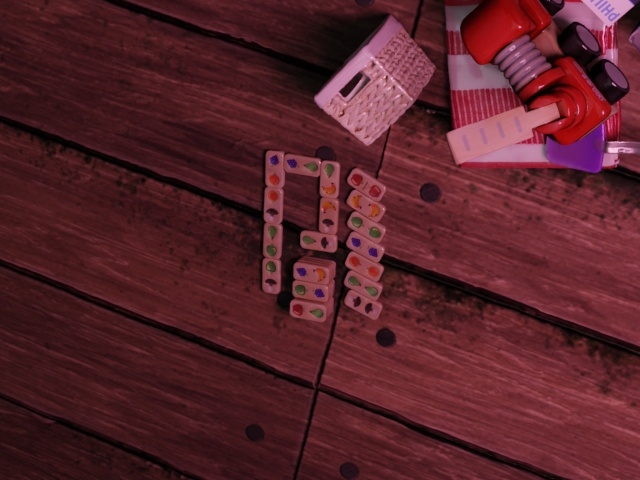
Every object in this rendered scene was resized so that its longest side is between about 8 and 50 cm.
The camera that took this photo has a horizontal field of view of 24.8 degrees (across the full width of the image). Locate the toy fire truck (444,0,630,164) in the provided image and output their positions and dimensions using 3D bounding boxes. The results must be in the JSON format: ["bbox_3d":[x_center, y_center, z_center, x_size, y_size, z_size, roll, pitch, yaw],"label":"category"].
[{"bbox_3d":[0.243,-0.204,1.839,0.158,0.246,0.217,-39,83,31],"label":"toy fire truck"}]

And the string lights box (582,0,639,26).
[{"bbox_3d":[0.408,-0.399,1.788,0.260,0.076,0.133,-41,136,19],"label":"string lights box"}]

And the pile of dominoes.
[{"bbox_3d":[0.000,0.000,2.180,0.196,0.040,0.251,10,113,18],"label":"pile of dominoes"}]

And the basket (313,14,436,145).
[{"bbox_3d":[0.080,-0.219,1.998,0.103,0.167,0.113,43,119,-6],"label":"basket"}]

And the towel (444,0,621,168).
[{"bbox_3d":[0.285,-0.254,1.975,0.237,0.037,0.329,2,111,21],"label":"towel"}]

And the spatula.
[{"bbox_3d":[0.430,-0.118,1.907,0.296,0.030,0.084,11,113,29],"label":"spatula"}]

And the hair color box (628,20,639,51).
[{"bbox_3d":[0.580,-0.209,1.839,0.347,0.105,0.174,42,119,1],"label":"hair color box"}]
